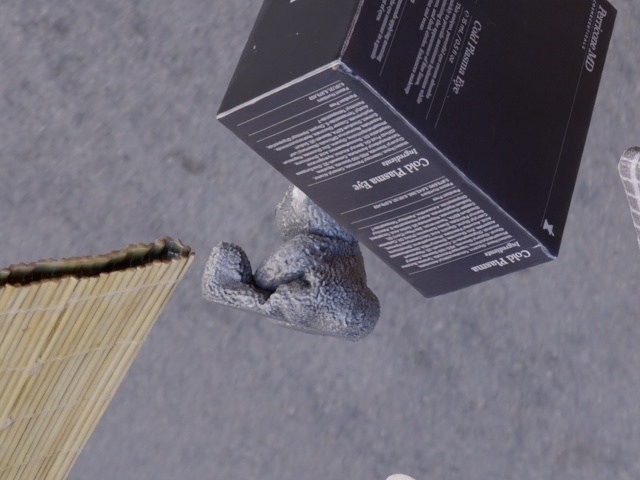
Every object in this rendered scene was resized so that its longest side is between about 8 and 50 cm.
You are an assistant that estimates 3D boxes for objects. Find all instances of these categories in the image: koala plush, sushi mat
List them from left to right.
[{"bbox_3d":[-0.198,0.106,1.054,0.019,0.151,0.316,62,141,26],"label":"sushi mat"},{"bbox_3d":[0.000,0.000,2.092,0.203,0.196,0.221,10,81,41],"label":"koala plush"}]

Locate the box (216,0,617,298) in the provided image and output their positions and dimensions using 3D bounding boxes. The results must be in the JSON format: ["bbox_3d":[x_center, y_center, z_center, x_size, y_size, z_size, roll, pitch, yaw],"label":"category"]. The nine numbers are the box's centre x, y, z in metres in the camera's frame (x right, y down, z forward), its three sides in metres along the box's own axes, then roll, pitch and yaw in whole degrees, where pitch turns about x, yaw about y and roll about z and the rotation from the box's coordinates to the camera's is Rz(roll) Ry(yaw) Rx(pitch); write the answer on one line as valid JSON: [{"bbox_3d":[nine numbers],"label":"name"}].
[{"bbox_3d":[0.107,-0.177,1.687,0.312,0.343,0.179,40,141,-27],"label":"box"}]

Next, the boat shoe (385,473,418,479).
[{"bbox_3d":[0.126,0.294,1.696,0.063,0.184,0.066,29,89,-39],"label":"boat shoe"}]

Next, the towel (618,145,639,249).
[{"bbox_3d":[0.366,0.044,1.411,0.121,0.235,0.283,-24,120,-11],"label":"towel"}]
